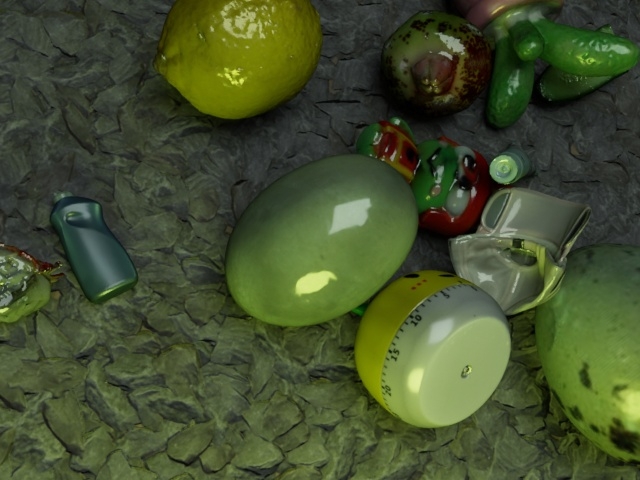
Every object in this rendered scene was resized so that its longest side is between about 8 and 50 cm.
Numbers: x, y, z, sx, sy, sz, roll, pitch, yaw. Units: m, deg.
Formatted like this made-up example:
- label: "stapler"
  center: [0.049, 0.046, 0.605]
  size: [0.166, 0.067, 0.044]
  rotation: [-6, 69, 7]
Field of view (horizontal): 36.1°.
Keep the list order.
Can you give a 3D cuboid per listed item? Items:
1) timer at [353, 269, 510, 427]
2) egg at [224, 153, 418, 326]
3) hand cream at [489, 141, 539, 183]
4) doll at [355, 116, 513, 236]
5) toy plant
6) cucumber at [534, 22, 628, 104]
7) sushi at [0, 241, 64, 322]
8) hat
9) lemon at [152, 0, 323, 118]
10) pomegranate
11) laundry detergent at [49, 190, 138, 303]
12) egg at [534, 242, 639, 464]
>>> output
- label: "timer"
  center: [0.160, 0.164, 1.693]
  size: [0.285, 0.285, 0.285]
  rotation: [6, 69, -15]
- label: "egg"
  center: [0.000, 0.000, 1.654]
  size: [0.352, 0.258, 0.258]
  rotation: [-32, 81, 10]
- label: "hand cream"
  center: [0.364, -0.143, 1.848]
  size: [0.058, 0.331, 0.085]
  rotation: [-44, 83, 17]
- label: "doll"
  center: [0.228, -0.100, 1.831]
  size: [0.363, 0.160, 0.182]
  rotation: [19, 60, -13]
- label: "toy plant"
  center: [0.418, -0.441, 1.962]
  size: [0.317, 0.211, 0.356]
  rotation: [-26, 68, 17]
- label: "cucumber"
  center: [0.538, -0.356, 2.073]
  size: [0.244, 0.063, 0.115]
  rotation: [-29, 87, -24]
- label: "sushi"
  center: [-0.560, 0.105, 1.532]
  size: [0.332, 0.124, 0.130]
  rotation: [-36, 88, -24]
- label: "hat"
  center: [0.367, 0.016, 1.743]
  size: [0.219, 0.164, 0.226]
  rotation: [20, 40, 38]
- label: "lemon"
  center: [-0.144, -0.348, 1.751]
  size: [0.322, 0.268, 0.268]
  rotation: [-32, 83, -16]
- label: "pomegranate"
  center: [0.220, -0.328, 1.864]
  size: [0.214, 0.214, 0.248]
  rotation: [31, 23, -5]
- label: "laundry detergent"
  center: [-0.392, 0.001, 1.656]
  size: [0.097, 0.061, 0.206]
  rotation: [-29, 80, -16]
- label: "egg"
  center: [0.564, 0.196, 1.731]
  size: [0.345, 0.345, 0.428]
  rotation: [-25, 63, -23]
